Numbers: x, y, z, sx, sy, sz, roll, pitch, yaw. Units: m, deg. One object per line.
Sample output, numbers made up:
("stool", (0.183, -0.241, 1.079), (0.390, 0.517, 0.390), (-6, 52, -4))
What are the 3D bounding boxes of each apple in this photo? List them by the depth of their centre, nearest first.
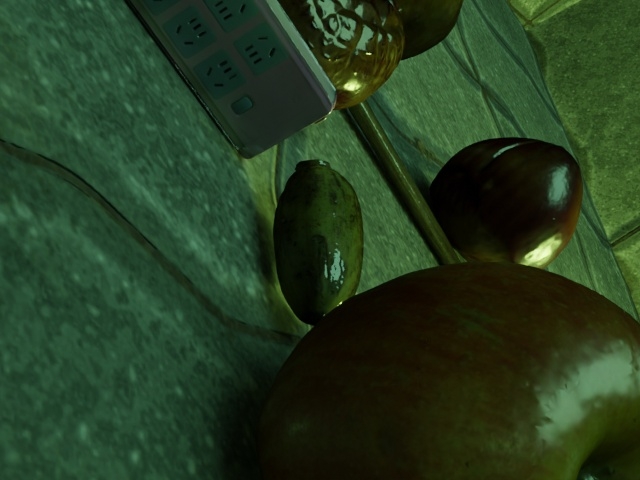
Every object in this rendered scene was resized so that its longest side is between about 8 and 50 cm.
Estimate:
("apple", (0.123, 0.148, 0.651), (0.301, 0.301, 0.302), (47, 28, -35))

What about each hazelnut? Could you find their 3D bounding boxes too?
("hazelnut", (0.278, -0.054, 1.299), (0.229, 0.229, 0.230), (47, 28, -35))

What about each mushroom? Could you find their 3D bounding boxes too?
("mushroom", (-0.014, -0.259, 1.008), (0.253, 0.153, 0.253), (38, 31, -28))

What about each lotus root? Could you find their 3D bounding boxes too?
("lotus root", (0.000, 0.000, 0.830), (0.080, 0.089, 0.179), (5, 55, -13))

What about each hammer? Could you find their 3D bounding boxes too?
("hammer", (0.107, -0.085, 1.221), (0.365, 0.043, 0.111), (57, 22, -20))

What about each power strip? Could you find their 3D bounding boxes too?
("power strip", (-0.096, -0.202, 0.813), (0.279, 0.109, 0.037), (54, 22, -22))

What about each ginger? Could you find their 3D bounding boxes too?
("ginger", (0.099, -0.341, 1.255), (0.269, 0.200, 0.223), (43, 29, -40))
